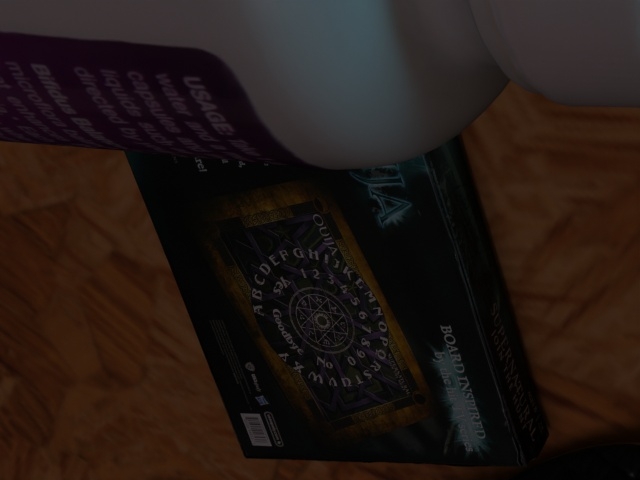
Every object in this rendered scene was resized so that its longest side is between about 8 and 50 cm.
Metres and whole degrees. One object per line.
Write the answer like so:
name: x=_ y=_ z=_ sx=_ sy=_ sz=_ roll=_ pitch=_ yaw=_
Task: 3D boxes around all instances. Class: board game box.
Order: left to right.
board game box: x=0.000 y=0.000 z=0.640 sx=0.126 sy=0.026 sz=0.186 roll=-2 pitch=121 yaw=32

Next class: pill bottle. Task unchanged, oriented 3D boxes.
pill bottle: x=-0.037 y=-0.107 z=0.488 sx=0.302 sy=0.169 sz=0.169 roll=7 pitch=125 yaw=28

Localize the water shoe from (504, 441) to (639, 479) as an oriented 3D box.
water shoe: x=0.092 y=0.129 z=0.662 sx=0.203 sy=0.073 sz=0.080 roll=-19 pitch=132 yaw=44
